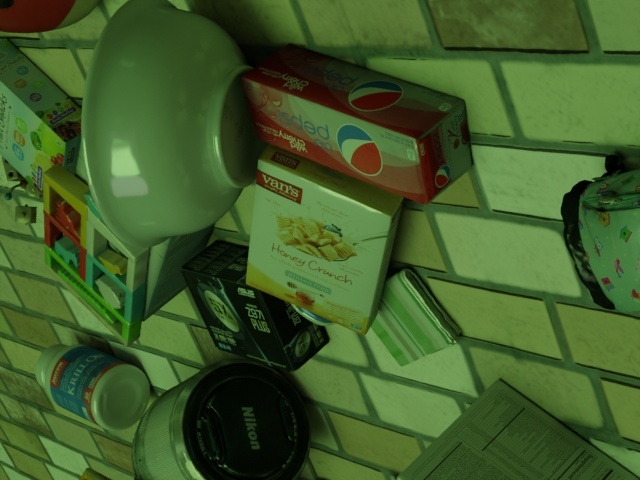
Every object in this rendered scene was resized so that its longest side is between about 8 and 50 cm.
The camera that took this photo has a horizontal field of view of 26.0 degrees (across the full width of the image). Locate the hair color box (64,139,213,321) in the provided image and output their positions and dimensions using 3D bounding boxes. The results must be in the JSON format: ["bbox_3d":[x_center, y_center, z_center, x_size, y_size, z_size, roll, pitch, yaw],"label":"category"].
[{"bbox_3d":[-0.248,-0.056,1.958,0.185,0.113,0.374,45,150,11],"label":"hair color box"}]

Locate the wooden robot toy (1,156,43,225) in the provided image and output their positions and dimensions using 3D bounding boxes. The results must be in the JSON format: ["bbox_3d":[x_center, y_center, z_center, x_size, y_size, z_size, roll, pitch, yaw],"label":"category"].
[{"bbox_3d":[-0.475,-0.113,2.260,0.079,0.076,0.173,-2,-102,-81],"label":"wooden robot toy"}]

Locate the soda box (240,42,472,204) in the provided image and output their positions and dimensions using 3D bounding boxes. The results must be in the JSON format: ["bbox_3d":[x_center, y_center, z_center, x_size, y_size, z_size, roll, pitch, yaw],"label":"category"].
[{"bbox_3d":[0.037,-0.132,1.525,0.263,0.083,0.092,23,140,38],"label":"soda box"}]

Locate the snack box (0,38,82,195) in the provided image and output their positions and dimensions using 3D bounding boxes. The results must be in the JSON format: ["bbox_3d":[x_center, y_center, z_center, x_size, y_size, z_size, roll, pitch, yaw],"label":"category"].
[{"bbox_3d":[-0.442,-0.177,2.123,0.207,0.070,0.174,43,146,15],"label":"snack box"}]

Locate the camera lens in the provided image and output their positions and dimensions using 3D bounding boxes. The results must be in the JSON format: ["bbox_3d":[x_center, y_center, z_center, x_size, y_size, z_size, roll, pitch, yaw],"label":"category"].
[{"bbox_3d":[-0.156,0.310,2.127,0.219,0.219,0.274,52,150,-2],"label":"camera lens"}]

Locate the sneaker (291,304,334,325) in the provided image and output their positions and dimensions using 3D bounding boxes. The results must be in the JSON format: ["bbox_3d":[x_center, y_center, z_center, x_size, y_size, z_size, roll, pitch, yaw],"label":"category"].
[{"bbox_3d":[-0.019,0.042,1.812,0.152,0.058,0.084,56,159,3],"label":"sneaker"}]

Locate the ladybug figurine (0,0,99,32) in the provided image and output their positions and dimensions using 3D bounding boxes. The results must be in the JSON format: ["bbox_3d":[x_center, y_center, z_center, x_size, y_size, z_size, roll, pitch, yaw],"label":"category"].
[{"bbox_3d":[-0.397,-0.412,1.719,0.305,0.162,0.449,42,149,14],"label":"ladybug figurine"}]

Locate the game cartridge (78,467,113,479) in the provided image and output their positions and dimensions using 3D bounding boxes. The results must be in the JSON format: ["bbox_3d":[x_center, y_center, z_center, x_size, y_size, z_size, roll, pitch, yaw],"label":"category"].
[{"bbox_3d":[-0.216,0.482,2.227,0.324,0.052,0.285,35,168,-23],"label":"game cartridge"}]

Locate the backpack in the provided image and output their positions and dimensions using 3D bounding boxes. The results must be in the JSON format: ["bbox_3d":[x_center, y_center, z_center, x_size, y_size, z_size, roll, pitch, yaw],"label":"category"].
[{"bbox_3d":[0.316,0.001,1.268,0.182,0.115,0.152,-10,113,53],"label":"backpack"}]

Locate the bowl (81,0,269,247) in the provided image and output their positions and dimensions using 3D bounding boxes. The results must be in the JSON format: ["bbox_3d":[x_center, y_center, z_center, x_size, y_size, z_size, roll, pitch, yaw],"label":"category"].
[{"bbox_3d":[-0.145,-0.135,1.616,0.134,0.298,0.298,4,131,21],"label":"bowl"}]

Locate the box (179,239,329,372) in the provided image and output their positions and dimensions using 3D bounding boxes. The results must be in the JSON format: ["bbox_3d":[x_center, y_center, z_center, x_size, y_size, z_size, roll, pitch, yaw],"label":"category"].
[{"bbox_3d":[-0.093,0.090,1.945,0.180,0.077,0.147,12,132,47],"label":"box"}]

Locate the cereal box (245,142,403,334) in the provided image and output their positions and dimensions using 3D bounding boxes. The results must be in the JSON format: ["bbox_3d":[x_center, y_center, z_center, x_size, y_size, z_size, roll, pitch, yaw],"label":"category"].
[{"bbox_3d":[0.000,0.000,1.675,0.173,0.047,0.240,23,143,12],"label":"cereal box"}]

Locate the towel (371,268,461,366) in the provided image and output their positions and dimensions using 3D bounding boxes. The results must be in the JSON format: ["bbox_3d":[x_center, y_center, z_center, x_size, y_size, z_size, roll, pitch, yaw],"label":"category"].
[{"bbox_3d":[0.107,0.097,1.748,0.113,0.023,0.152,54,152,-1],"label":"towel"}]

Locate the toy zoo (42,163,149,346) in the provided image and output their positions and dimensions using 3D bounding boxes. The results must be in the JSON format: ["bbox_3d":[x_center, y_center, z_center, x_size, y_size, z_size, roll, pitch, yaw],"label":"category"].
[{"bbox_3d":[-0.326,0.013,1.993,0.192,0.030,0.293,41,149,18],"label":"toy zoo"}]

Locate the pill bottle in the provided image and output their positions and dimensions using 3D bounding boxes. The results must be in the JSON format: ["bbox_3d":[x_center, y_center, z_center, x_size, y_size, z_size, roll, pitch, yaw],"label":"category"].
[{"bbox_3d":[-0.421,0.259,2.518,0.221,0.124,0.124,14,134,44],"label":"pill bottle"}]

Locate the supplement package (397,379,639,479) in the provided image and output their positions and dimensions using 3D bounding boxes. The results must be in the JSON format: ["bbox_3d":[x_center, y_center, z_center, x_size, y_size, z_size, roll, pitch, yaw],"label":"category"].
[{"bbox_3d":[0.244,0.351,1.661,0.263,0.198,0.199,35,146,25],"label":"supplement package"}]
